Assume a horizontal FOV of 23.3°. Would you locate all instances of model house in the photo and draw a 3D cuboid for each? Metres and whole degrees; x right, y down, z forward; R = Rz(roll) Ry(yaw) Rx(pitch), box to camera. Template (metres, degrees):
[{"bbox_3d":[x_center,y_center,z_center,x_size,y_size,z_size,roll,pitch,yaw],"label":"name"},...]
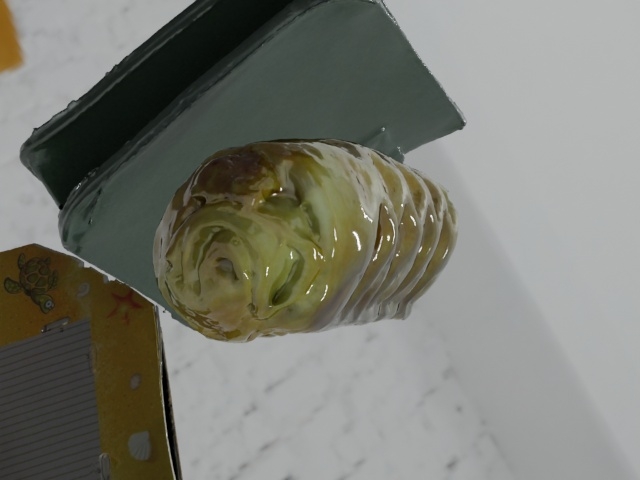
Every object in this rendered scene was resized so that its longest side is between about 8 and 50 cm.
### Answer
[{"bbox_3d":[-0.155,0.120,0.928,0.207,0.219,0.136,-21,148,15],"label":"model house"}]

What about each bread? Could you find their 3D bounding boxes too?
[{"bbox_3d":[-0.001,0.000,0.729,0.098,0.087,0.269,-5,178,14],"label":"bread"}]

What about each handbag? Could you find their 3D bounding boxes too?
[{"bbox_3d":[-0.041,-0.064,1.019,0.247,0.079,0.260,-39,152,4],"label":"handbag"}]
